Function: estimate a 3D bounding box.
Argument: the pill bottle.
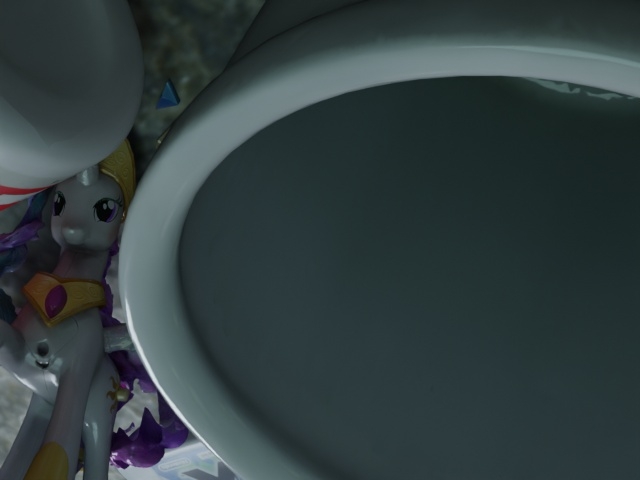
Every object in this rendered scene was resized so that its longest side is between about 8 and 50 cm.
[{"bbox_3d":[-0.353,-0.096,0.833,0.407,0.229,0.229,-21,119,30],"label":"pill bottle"}]

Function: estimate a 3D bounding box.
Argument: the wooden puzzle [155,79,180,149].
[{"bbox_3d":[-0.093,-0.077,0.913,0.116,0.014,0.078,34,129,-11],"label":"wooden puzzle"}]

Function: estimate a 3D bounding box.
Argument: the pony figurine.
[{"bbox_3d":[-0.202,0.115,0.928,0.302,0.364,0.351,6,145,3],"label":"pony figurine"}]

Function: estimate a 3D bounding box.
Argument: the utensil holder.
[{"bbox_3d":[0.125,-0.073,0.541,0.327,0.386,0.328,12,138,11],"label":"utensil holder"}]

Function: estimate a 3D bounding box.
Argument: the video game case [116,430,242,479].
[{"bbox_3d":[-0.008,0.289,1.169,0.329,0.036,0.300,-22,119,30],"label":"video game case"}]
